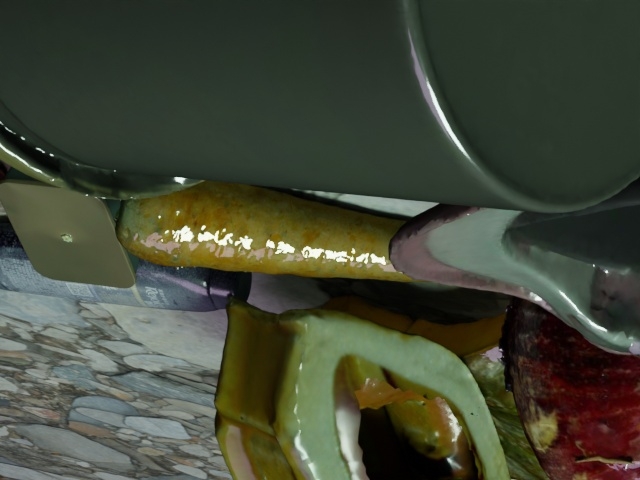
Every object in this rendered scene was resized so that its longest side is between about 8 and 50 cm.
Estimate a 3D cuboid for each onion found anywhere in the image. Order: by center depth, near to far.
[{"bbox_3d":[0.231,0.076,0.926,0.246,0.246,0.190,16,169,-10],"label":"onion"}]

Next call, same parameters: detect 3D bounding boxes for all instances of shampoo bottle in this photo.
[{"bbox_3d":[-0.174,0.024,1.258,0.234,0.049,0.087,5,152,17],"label":"shampoo bottle"}]

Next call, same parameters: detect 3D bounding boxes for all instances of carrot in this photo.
[{"bbox_3d":[0.000,0.000,1.088,0.298,0.078,0.078,9,159,-5],"label":"carrot"}]

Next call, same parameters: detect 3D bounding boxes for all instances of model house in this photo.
[{"bbox_3d":[0.002,0.145,1.199,0.239,0.173,0.268,8,123,56],"label":"model house"}]

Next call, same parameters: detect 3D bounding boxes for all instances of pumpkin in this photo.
[{"bbox_3d":[0.116,0.115,1.277,0.258,0.095,0.290,15,153,27],"label":"pumpkin"}]

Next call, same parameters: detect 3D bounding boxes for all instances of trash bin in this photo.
[{"bbox_3d":[-0.035,-0.114,0.558,0.334,0.214,0.214,12,164,42],"label":"trash bin"}]

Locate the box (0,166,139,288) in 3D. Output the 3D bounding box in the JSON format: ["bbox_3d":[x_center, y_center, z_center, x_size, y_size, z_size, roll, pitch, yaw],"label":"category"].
[{"bbox_3d":[-0.192,-0.013,1.164,0.091,0.031,0.126,5,144,16],"label":"box"}]

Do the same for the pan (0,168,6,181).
[{"bbox_3d":[-0.268,-0.056,1.142,0.068,0.023,0.115,22,157,-22],"label":"pan"}]

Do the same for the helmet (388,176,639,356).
[{"bbox_3d":[0.210,-0.054,0.637,0.338,0.197,0.271,11,167,-2],"label":"helmet"}]
